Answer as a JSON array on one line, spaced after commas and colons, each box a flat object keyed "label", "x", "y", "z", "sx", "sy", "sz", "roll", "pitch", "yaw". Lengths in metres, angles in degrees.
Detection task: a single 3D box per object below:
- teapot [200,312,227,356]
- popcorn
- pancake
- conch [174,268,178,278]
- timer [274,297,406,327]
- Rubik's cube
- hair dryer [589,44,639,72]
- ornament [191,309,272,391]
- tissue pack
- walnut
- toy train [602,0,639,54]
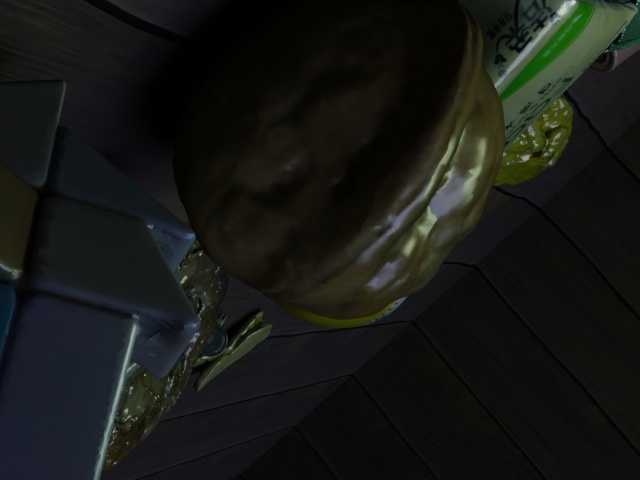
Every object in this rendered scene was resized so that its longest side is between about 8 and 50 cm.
[{"label": "teapot", "x": -0.203, "y": 0.175, "z": 1.889, "sx": 0.088, "sy": 0.066, "sz": 0.057, "roll": -60, "pitch": -173, "yaw": -7}, {"label": "popcorn", "x": 0.337, "y": -0.217, "z": 1.843, "sx": 0.233, "sy": 0.192, "sz": 0.266, "roll": -27, "pitch": 142, "yaw": 10}, {"label": "pancake", "x": -0.246, "y": 0.162, "z": 1.479, "sx": 0.387, "sy": 0.082, "sz": 0.386, "roll": 20, "pitch": 90, "yaw": -80}, {"label": "conch", "x": -0.271, "y": 0.034, "z": 1.150, "sx": 0.220, "sy": 0.195, "sz": 0.277, "roll": -19, "pitch": -172, "yaw": 0}, {"label": "timer", "x": 0.000, "y": 0.000, "z": 1.511, "sx": 0.285, "sy": 0.285, "sz": 0.285, "roll": -36, "pitch": 164, "yaw": -12}, {"label": "Rubik's cube", "x": -0.302, "y": 0.067, "z": 0.818, "sx": 0.387, "sy": 0.368, "sz": 0.358, "roll": 19, "pitch": 135, "yaw": -22}, {"label": "hair dryer", "x": 0.577, "y": -0.457, "z": 1.763, "sx": 0.210, "sy": 0.125, "sz": 0.352, "roll": -37, "pitch": 165, "yaw": -13}, {"label": "ornament", "x": -0.192, "y": 0.236, "z": 2.076, "sx": 0.201, "sy": 0.059, "sz": 0.180, "roll": -35, "pitch": 167, "yaw": -22}, {"label": "tissue pack", "x": 0.202, "y": -0.234, "z": 1.395, "sx": 0.405, "sy": 0.205, "sz": 0.332, "roll": -47, "pitch": 167, "yaw": 29}, {"label": "walnut", "x": 0.027, "y": -0.096, "z": 1.147, "sx": 0.384, "sy": 0.383, "sz": 0.383, "roll": -36, "pitch": 164, "yaw": -12}, {"label": "toy train", "x": 0.480, "y": -0.434, "z": 1.533, "sx": 0.139, "sy": 0.178, "sz": 0.330, "roll": -16, "pitch": 155, "yaw": -10}]
